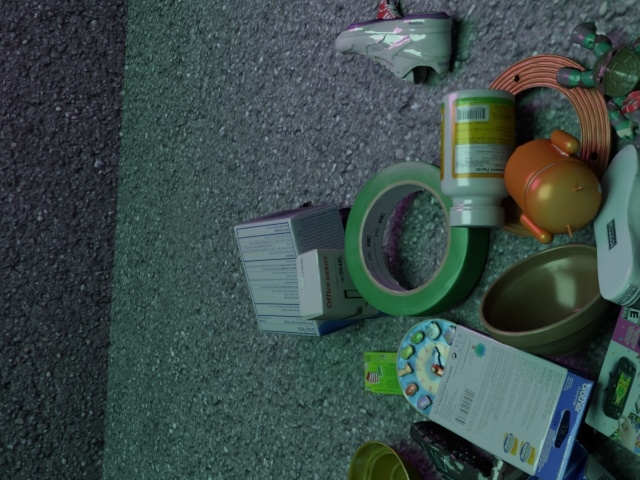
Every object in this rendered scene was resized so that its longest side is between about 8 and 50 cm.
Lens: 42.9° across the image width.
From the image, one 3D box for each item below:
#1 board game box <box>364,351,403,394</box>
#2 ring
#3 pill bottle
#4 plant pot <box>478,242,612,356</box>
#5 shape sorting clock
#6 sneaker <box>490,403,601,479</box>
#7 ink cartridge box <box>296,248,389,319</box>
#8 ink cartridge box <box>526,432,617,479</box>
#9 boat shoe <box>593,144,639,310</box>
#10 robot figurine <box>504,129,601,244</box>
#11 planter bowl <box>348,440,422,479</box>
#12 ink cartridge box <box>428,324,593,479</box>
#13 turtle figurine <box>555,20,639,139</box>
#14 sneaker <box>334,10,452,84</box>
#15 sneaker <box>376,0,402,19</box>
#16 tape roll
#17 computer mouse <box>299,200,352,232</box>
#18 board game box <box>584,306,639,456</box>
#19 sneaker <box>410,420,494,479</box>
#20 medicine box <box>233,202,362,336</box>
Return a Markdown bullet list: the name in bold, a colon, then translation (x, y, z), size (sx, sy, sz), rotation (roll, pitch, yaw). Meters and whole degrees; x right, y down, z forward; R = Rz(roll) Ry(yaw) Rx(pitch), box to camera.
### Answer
- **board game box**: translation (0.169, 0.291, 1.793), size (0.181, 0.043, 0.092), rotation (-10, 80, 55)
- **ring**: translation (0.399, -0.174, 1.505), size (0.336, 0.032, 0.337), rotation (-3, 87, 55)
- **pill bottle**: translation (0.291, -0.148, 1.510), size (0.136, 0.136, 0.246), rotation (-2, 87, 55)
- **plant pot**: translation (0.398, 0.118, 1.375), size (0.237, 0.237, 0.110), rotation (-2, 126, 55)
- **shape sorting clock**: translation (0.238, 0.261, 1.655), size (0.206, 0.040, 0.206), rotation (-4, 83, 37)
- **sneaker**: translation (0.397, 0.372, 1.413), size (0.162, 0.106, 0.281), rotation (15, 100, 51)
- **ink cartridge box**: translation (0.056, 0.100, 1.827), size (0.086, 0.203, 0.148), rotation (-21, 72, 52)
- **ink cartridge box**: translation (0.459, 0.482, 1.282), size (0.333, 0.065, 0.165), rotation (45, 126, 29)
- **boat shoe**: translation (0.500, -0.019, 1.268), size (0.108, 0.102, 0.301), rotation (124, 164, -49)
- **robot figurine**: translation (0.385, -0.089, 1.352), size (0.158, 0.128, 0.219), rotation (-42, 23, 14)
- **planter bowl**: translation (0.158, 0.538, 1.753), size (0.217, 0.090, 0.217), rotation (-7, 82, 55)
- **ink cartridge box**: translation (0.330, 0.277, 1.399), size (0.311, 0.065, 0.186), rotation (19, 92, 56)
- **turtle figurine**: translation (0.486, -0.265, 1.293), size (0.175, 0.118, 0.234), rotation (-59, 40, 11)
- **sneaker**: translation (0.151, -0.410, 1.770), size (0.305, 0.114, 0.152), rotation (8, 113, 44)
- **sneaker**: translation (0.167, -0.516, 1.845), size (0.118, 0.042, 0.067), rotation (38, 122, 52)
- **tape roll**: translation (0.193, -0.002, 1.694), size (0.321, 0.077, 0.321), rotation (-6, 81, 43)
- **computer mouse**: translation (0.000, 0.000, 2.038), size (0.262, 0.060, 0.184), rotation (12, 97, 55)
- **board game box**: translation (0.563, 0.236, 1.190), size (0.303, 0.097, 0.224), rotation (30, 113, 51)
- **sneaker**: translation (0.262, 0.449, 1.603), size (0.267, 0.101, 0.106), rotation (32, 116, 52)
- **medicine box**: translation (-0.055, 0.075, 1.976), size (0.263, 0.149, 0.289), rotation (-5, 101, 55)
